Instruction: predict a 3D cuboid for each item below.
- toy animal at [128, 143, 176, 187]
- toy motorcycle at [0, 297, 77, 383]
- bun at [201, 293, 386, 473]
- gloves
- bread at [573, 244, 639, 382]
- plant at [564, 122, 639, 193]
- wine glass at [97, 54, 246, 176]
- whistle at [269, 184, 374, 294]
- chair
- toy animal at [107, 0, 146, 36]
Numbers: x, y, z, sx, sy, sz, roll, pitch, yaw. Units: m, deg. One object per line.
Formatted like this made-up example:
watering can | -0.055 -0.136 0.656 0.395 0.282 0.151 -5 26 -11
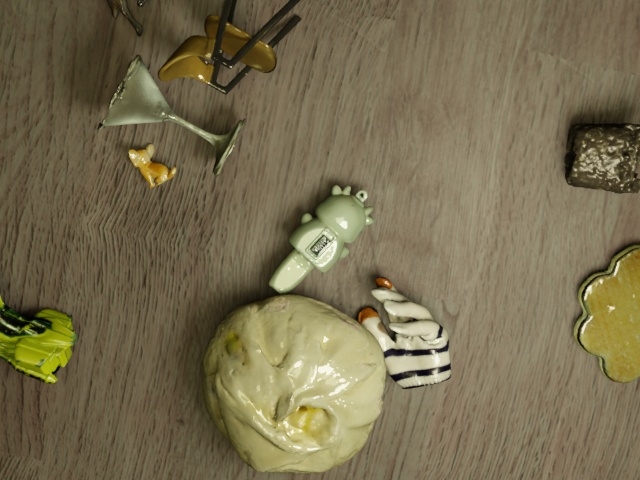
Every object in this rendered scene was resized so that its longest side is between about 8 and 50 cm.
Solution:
toy animal | -0.316 -0.144 1.875 0.081 0.060 0.083 -18 107 44
toy motorcycle | -0.625 0.136 1.893 0.342 0.142 0.206 28 139 -6
bun | -0.061 0.285 1.866 0.365 0.219 0.365 3 108 10
gloves | 0.165 0.170 1.912 0.131 0.140 0.218 -14 88 -26
bread | 0.589 0.155 1.943 0.207 0.056 0.286 -16 102 0
plant | 0.554 -0.151 1.843 0.203 0.142 0.131 0 93 9
wine glass | -0.262 -0.219 1.818 0.232 0.156 0.156 28 101 -10
whistle | 0.001 0.001 1.885 0.102 0.106 0.253 42 92 22
chair | -0.150 -0.351 1.743 0.172 0.159 0.247 27 80 -4
toy animal | -0.378 -0.466 1.800 0.202 0.070 0.105 39 118 -12
